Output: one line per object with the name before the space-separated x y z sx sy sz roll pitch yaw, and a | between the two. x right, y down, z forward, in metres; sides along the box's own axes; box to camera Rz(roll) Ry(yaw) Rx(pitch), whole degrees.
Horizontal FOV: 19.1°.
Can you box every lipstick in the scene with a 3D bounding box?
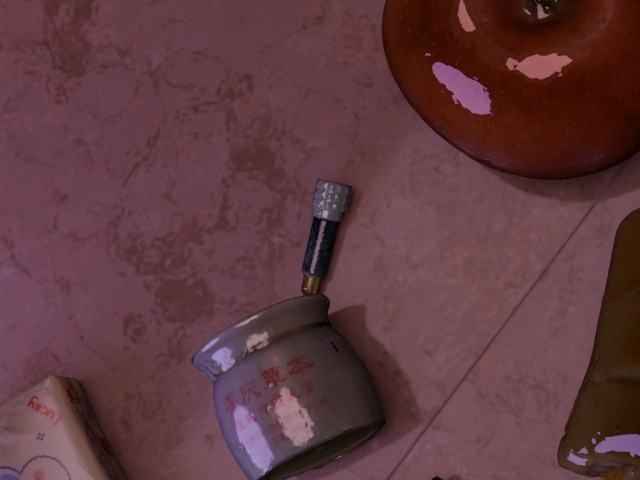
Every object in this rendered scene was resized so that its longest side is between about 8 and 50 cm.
lipstick | 0.000 0.000 1.829 0.037 0.037 0.116 15 92 17

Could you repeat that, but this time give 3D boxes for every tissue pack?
tissue pack | -0.263 0.250 1.848 0.148 0.092 0.196 -33 77 10

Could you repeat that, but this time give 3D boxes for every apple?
apple | 0.193 -0.184 1.704 0.251 0.206 0.272 -42 74 5

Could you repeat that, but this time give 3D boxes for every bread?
bread | 0.378 0.075 1.615 0.300 0.210 0.341 18 88 21

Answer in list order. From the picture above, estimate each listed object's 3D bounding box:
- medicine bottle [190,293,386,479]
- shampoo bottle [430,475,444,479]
medicine bottle | -0.030 0.137 1.763 0.147 0.147 0.143 -29 76 11
shampoo bottle | 0.027 0.311 1.765 0.257 0.078 0.127 -41 71 6
